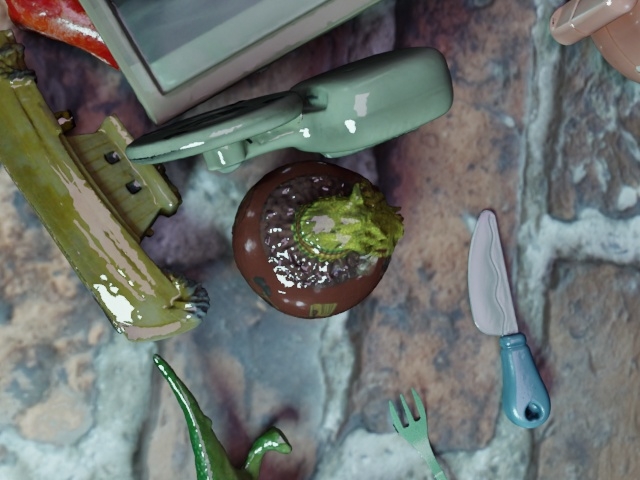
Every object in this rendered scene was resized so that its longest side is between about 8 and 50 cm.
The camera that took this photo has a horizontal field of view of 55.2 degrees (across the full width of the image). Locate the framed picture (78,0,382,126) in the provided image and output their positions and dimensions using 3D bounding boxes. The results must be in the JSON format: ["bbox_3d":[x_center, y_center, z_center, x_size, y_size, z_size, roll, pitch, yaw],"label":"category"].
[{"bbox_3d":[-0.034,-0.345,0.522,0.446,0.028,0.326,-30,103,2],"label":"framed picture"}]

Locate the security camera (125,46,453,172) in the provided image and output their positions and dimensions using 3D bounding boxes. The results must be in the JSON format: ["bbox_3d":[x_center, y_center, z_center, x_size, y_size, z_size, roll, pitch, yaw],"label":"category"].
[{"bbox_3d":[-0.023,-0.105,0.559,0.302,0.157,0.080,-22,110,-23],"label":"security camera"}]

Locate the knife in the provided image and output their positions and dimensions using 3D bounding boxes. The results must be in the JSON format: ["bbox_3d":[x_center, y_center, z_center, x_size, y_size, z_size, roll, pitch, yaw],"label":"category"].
[{"bbox_3d":[0.200,0.088,0.681,0.058,0.032,0.244,-15,87,-3],"label":"knife"}]

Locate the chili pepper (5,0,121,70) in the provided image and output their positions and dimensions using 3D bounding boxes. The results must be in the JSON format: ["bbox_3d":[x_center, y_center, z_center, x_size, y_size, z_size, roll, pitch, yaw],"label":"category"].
[{"bbox_3d":[-0.235,-0.216,0.580,0.123,0.070,0.073,19,112,-12],"label":"chili pepper"}]

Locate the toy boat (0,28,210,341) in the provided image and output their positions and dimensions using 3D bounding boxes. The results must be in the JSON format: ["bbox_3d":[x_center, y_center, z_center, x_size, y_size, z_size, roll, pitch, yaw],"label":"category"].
[{"bbox_3d":[-0.209,-0.051,0.570,0.121,0.089,0.321,-34,93,-16],"label":"toy boat"}]

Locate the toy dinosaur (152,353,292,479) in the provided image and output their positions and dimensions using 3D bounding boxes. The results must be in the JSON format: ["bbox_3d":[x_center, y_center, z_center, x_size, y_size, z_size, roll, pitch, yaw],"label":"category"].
[{"bbox_3d":[-0.107,0.348,0.588,0.301,0.087,0.447,-37,94,-3],"label":"toy dinosaur"}]

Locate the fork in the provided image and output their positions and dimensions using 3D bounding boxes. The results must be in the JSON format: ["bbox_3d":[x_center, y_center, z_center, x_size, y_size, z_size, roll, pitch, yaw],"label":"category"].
[{"bbox_3d":[0.133,0.268,0.664,0.039,0.021,0.235,-26,95,-7],"label":"fork"}]

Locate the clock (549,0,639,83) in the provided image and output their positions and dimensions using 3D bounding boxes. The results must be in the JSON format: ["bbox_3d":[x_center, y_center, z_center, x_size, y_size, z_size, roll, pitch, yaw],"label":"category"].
[{"bbox_3d":[0.418,-0.284,0.680,0.241,0.142,0.227,25,84,-13],"label":"clock"}]

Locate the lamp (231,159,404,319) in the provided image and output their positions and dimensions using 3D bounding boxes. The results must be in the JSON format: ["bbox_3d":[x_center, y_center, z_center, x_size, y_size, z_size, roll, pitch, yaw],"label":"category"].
[{"bbox_3d":[-0.004,-0.003,0.584,0.156,0.135,0.157,30,85,-9],"label":"lamp"}]
